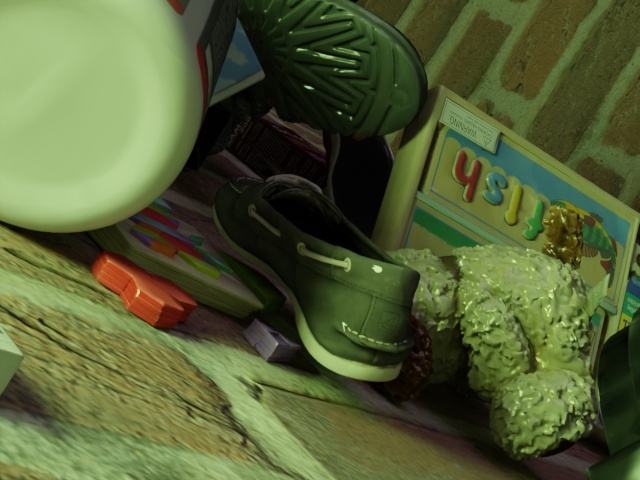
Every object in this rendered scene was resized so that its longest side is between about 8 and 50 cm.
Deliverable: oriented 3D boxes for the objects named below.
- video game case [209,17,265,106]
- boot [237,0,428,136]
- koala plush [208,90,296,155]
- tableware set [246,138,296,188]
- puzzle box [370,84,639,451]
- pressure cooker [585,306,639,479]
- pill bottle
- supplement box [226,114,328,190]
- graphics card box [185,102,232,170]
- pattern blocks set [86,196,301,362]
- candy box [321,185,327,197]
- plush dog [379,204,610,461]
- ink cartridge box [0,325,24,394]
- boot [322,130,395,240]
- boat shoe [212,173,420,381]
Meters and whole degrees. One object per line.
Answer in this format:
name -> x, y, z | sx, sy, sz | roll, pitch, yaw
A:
video game case -> -0.180, -0.196, 1.289 | 0.023, 0.212, 0.193 | -6, -68, 63
boot -> 0.034, -0.299, 1.641 | 0.367, 0.146, 0.445 | 23, 33, 17
koala plush -> -0.138, -0.215, 1.817 | 0.203, 0.196, 0.221 | 69, -19, -1
tableware set -> -0.034, -0.043, 1.758 | 0.128, 0.039, 0.194 | 41, 6, -41
puzzle box -> 0.236, 0.042, 1.519 | 0.409, 0.272, 0.052 | 28, -25, -25
pressure cooker -> 0.395, 0.155, 0.954 | 0.370, 0.420, 0.375 | 51, 26, -13
pill bottle -> -0.173, -0.171, 1.063 | 0.210, 0.210, 0.363 | 31, 24, -11
supplement box -> -0.021, -0.098, 2.010 | 0.239, 0.073, 0.130 | 38, 10, 38
graphics card box -> -0.305, -0.229, 1.630 | 0.371, 0.094, 0.233 | 38, 9, 30
pattern blocks set -> -0.136, 0.000, 1.126 | 0.325, 0.026, 0.285 | 39, 10, 40
candy box -> 0.076, -0.035, 1.795 | 0.053, 0.109, 0.187 | 58, -4, -32
plush dog -> 0.121, 0.067, 1.254 | 0.225, 0.211, 0.262 | 4, 12, -10
ink cartridge box -> -0.187, 0.041, 0.671 | 0.048, 0.028, 0.083 | 25, 11, -46
boot -> 0.045, -0.086, 1.772 | 0.088, 0.244, 0.176 | -5, -18, -3
boat shoe -> 0.000, 0.000, 1.163 | 0.112, 0.095, 0.335 | 11, 21, -27
